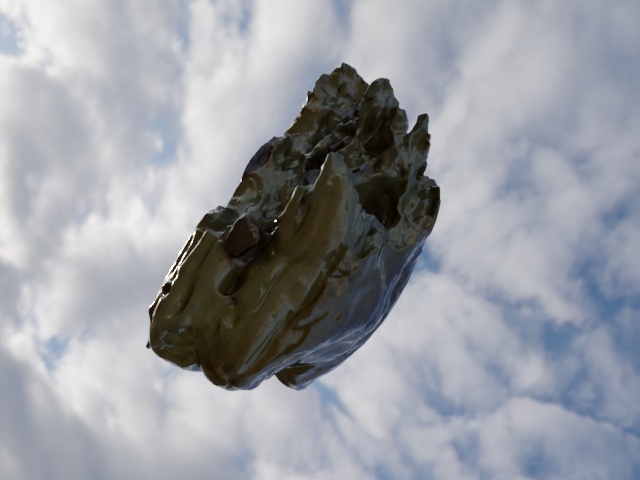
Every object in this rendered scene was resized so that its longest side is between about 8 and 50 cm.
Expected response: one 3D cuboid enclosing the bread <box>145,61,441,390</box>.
[{"bbox_3d":[0.000,0.000,0.787,0.191,0.314,0.370,36,-5,0],"label":"bread"}]
